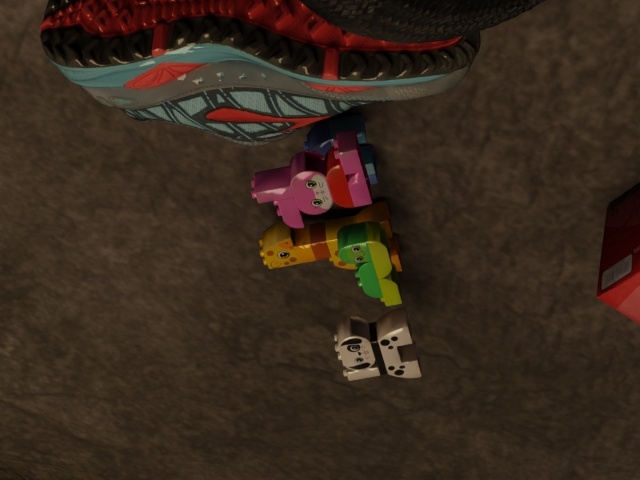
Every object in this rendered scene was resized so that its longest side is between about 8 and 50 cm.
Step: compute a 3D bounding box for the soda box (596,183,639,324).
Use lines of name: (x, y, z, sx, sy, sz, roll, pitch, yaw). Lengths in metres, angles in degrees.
soda box: (0.284, -0.030, 0.847, 0.092, 0.083, 0.263, 31, 139, -17)

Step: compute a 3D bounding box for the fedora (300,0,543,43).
fedora: (0.038, -0.255, 0.576, 0.152, 0.334, 0.334, 34, 156, 40)

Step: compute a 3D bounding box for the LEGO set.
LEGO set: (0.000, 0.000, 0.973, 0.093, 0.087, 0.227, -11, 136, 8)

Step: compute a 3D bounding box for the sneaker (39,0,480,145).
sneaker: (-0.027, -0.115, 0.866, 0.262, 0.104, 0.125, 5, 157, 20)
